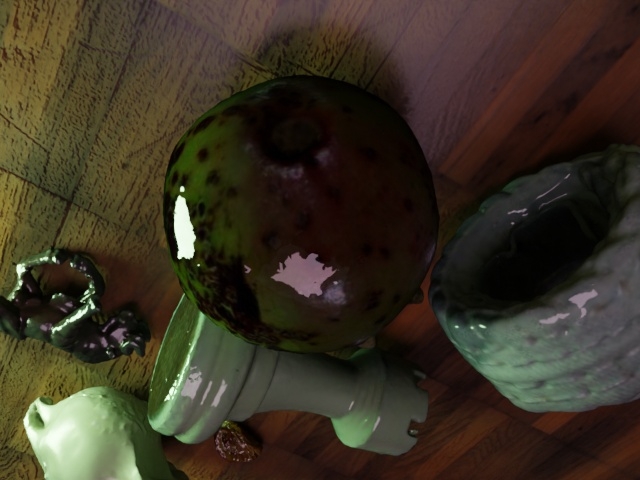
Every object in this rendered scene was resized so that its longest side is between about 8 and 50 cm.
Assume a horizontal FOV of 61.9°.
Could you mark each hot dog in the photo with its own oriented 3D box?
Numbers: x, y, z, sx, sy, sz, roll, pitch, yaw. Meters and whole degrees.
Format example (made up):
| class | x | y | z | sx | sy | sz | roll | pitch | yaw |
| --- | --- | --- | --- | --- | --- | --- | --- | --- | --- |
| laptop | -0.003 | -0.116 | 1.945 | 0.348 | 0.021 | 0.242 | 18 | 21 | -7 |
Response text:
| class | x | y | z | sx | sy | sz | roll | pitch | yaw |
| --- | --- | --- | --- | --- | --- | --- | --- | --- | --- |
| hot dog | -0.122 | 0.302 | 0.792 | 0.058 | 0.035 | 0.083 | -26 | 117 | 22 |

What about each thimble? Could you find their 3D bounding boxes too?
| class | x | y | z | sx | sy | sz | roll | pitch | yaw |
| --- | --- | --- | --- | --- | --- | --- | --- | --- | --- |
| thimble | 0.240 | 0.040 | 0.502 | 0.250 | 0.205 | 0.172 | -43 | 112 | 7 |

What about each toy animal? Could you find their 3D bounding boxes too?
| class | x | y | z | sx | sy | sz | roll | pitch | yaw |
| --- | --- | --- | --- | --- | --- | --- | --- | --- | --- |
| toy animal | -0.325 | 0.089 | 0.643 | 0.233 | 0.084 | 0.148 | 13 | 124 | -9 |

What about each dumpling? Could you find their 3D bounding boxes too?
| class | x | y | z | sx | sy | sz | roll | pitch | yaw |
| --- | --- | --- | --- | --- | --- | --- | --- | --- | --- |
| dumpling | -0.287 | 0.287 | 0.736 | 0.258 | 0.147 | 0.193 | 21 | 160 | 17 |

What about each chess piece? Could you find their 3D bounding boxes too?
| class | x | y | z | sx | sy | sz | roll | pitch | yaw |
| --- | --- | --- | --- | --- | --- | --- | --- | --- | --- |
| chess piece | -0.026 | 0.158 | 0.619 | 0.299 | 0.194 | 0.194 | 22 | 121 | -20 |

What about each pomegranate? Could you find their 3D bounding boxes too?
| class | x | y | z | sx | sy | sz | roll | pitch | yaw |
| --- | --- | --- | --- | --- | --- | --- | --- | --- | --- |
| pomegranate | -0.004 | -0.017 | 0.494 | 0.243 | 0.306 | 0.242 | -3 | 79 | 17 |
